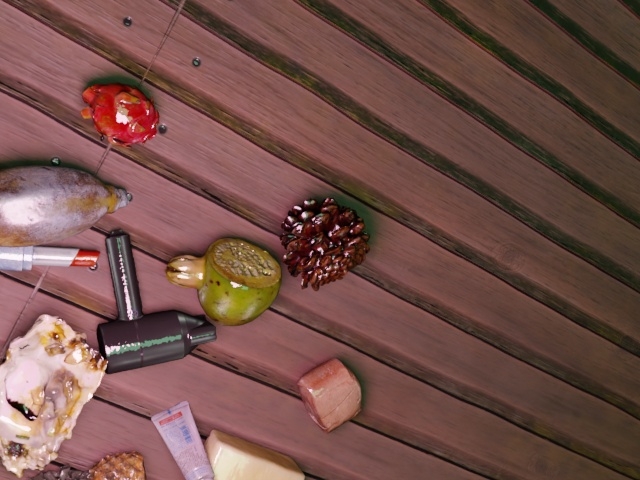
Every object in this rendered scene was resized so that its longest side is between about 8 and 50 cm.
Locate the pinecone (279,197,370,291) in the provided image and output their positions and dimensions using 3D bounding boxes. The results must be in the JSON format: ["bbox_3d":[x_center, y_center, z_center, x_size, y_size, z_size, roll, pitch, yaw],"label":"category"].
[{"bbox_3d":[0.000,0.000,1.793,0.221,0.221,0.221,-3,98,-22],"label":"pinecone"}]

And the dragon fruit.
[{"bbox_3d":[-0.412,-0.265,1.621,0.166,0.133,0.136,34,74,-12],"label":"dragon fruit"}]

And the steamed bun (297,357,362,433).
[{"bbox_3d":[0.025,0.369,1.901,0.145,0.106,0.175,-33,122,-21],"label":"steamed bun"}]

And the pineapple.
[{"bbox_3d":[-0.500,0.533,1.694,0.248,0.128,0.128,-7,99,-17],"label":"pineapple"}]

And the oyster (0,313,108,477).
[{"bbox_3d":[-0.583,0.316,1.628,0.201,0.107,0.354,28,94,-13],"label":"oyster"}]

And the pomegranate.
[{"bbox_3d":[-0.209,0.107,1.717,0.241,0.190,0.159,-6,130,-45],"label":"pomegranate"}]

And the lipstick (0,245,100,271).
[{"bbox_3d":[-0.595,0.031,1.617,0.274,0.061,0.068,4,83,-23],"label":"lipstick"}]

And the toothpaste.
[{"bbox_3d":[-0.291,0.468,1.739,0.089,0.057,0.234,-23,61,-18],"label":"toothpaste"}]

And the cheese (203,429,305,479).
[{"bbox_3d":[-0.199,0.608,1.824,0.242,0.124,0.265,27,86,-27],"label":"cheese"}]

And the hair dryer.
[{"bbox_3d":[-0.370,0.119,1.709,0.244,0.116,0.302,-11,94,-24],"label":"hair dryer"}]

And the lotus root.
[{"bbox_3d":[-0.537,-0.077,1.578,0.322,0.140,0.158,-9,76,-28],"label":"lotus root"}]
